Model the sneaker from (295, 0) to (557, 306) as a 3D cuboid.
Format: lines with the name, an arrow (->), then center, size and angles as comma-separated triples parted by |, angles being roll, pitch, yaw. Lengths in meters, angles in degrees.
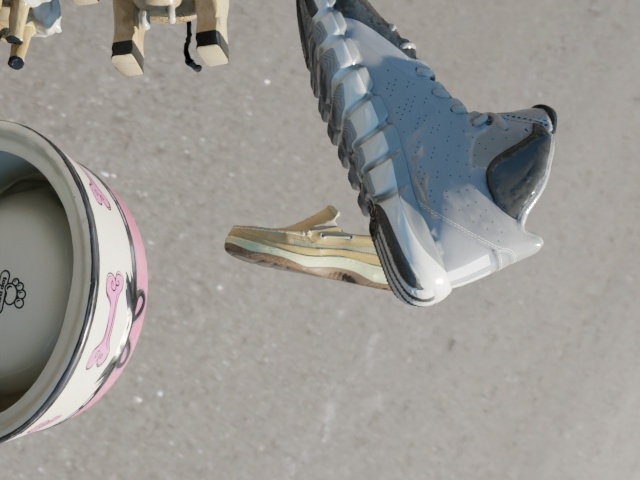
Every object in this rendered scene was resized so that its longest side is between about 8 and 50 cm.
sneaker -> 0.073, -0.082, 0.713 | 0.132, 0.228, 0.086 | -18, 171, -7

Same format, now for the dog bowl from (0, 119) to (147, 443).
dog bowl -> -0.393, 0.061, 1.457 | 0.150, 0.408, 0.407 | 17, 95, -58

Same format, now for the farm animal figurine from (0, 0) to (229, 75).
farm animal figurine -> -0.110, -0.258, 0.812 | 0.326, 0.330, 0.172 | 103, -13, -64

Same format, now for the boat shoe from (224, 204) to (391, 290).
boat shoe -> 0.000, 0.000, 1.130 | 0.190, 0.068, 0.072 | 12, 87, -21
